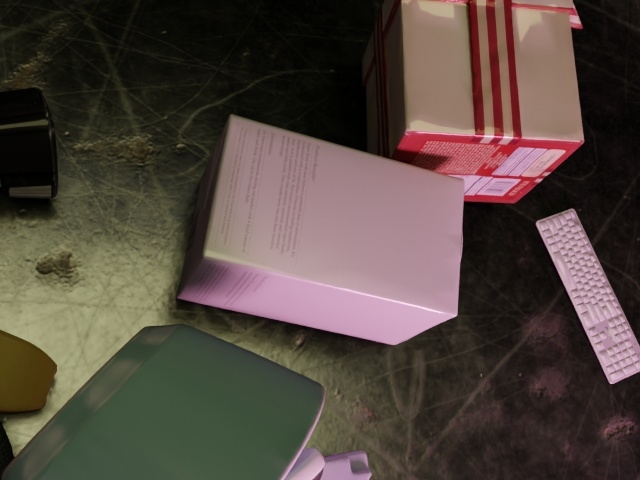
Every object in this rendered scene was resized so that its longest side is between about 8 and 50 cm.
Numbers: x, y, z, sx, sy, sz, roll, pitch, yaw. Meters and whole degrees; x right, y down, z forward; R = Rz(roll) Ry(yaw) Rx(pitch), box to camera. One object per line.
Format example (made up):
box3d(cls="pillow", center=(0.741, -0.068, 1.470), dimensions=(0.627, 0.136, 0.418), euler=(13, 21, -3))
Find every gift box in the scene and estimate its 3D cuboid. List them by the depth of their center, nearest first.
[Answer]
box3d(cls="gift box", center=(0.202, -0.203, 0.995), dimensions=(0.277, 0.255, 0.258), euler=(2, 73, -13))

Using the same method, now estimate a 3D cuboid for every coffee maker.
box3d(cls="coffee maker", center=(-0.379, -0.110, 0.796), dimensions=(0.178, 0.171, 0.120), euler=(-12, 60, -25))

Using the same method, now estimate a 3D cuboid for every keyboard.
box3d(cls="keyboard", center=(0.397, 0.078, 1.096), dimensions=(0.072, 0.014, 0.256), euler=(-17, 79, -24))

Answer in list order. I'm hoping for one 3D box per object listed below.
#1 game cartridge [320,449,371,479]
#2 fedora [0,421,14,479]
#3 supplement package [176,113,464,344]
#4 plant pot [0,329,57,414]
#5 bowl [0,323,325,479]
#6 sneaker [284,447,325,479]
box3d(cls="game cartridge", center=(-0.024, 0.389, 0.800), dimensions=(0.196, 0.060, 0.294), euler=(-3, 80, -22))
box3d(cls="fedora", center=(-0.450, 0.227, 0.662), dimensions=(0.334, 0.152, 0.333), euler=(7, 73, -23))
box3d(cls="supplement package", center=(0.000, 0.000, 0.890), dimensions=(0.293, 0.175, 0.177), euler=(14, 67, -15))
box3d(cls="plant pot", center=(-0.327, 0.144, 0.781), dimensions=(0.083, 0.081, 0.081), euler=(23, 65, -24))
box3d(cls="bowl", center=(-0.159, 0.195, 0.666), dimensions=(0.163, 0.311, 0.311), euler=(43, 64, -4))
box3d(cls="sneaker", center=(-0.078, 0.341, 0.715), dimensions=(0.296, 0.104, 0.147), euler=(-42, 92, -11))
